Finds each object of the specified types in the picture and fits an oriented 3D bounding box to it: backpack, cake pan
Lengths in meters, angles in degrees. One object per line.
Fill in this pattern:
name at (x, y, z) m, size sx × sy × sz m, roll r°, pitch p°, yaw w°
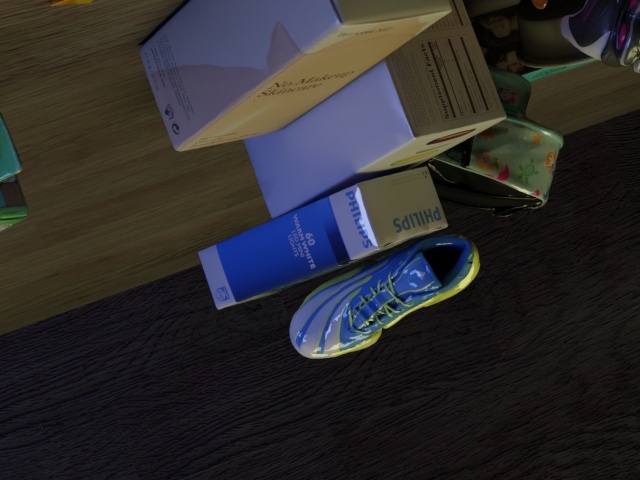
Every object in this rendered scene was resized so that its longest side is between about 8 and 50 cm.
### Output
backpack at (0.189, -0.132, 1.669) m, size 0.253 × 0.191 × 0.225 m, roll 21°, pitch 175°, yaw 1°
cake pan at (0.359, -0.301, 1.515) m, size 0.293 × 0.054 × 0.293 m, roll -25°, pitch -160°, yaw 10°

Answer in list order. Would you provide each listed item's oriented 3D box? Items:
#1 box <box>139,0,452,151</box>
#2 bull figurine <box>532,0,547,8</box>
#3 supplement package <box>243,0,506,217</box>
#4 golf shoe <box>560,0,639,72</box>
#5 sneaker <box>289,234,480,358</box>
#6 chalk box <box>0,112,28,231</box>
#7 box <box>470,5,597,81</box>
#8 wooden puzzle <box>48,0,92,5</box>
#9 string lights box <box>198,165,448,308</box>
box at (-0.034, -0.204, 1.231) m, size 0.148 × 0.121 × 0.311 m, roll -16°, pitch 172°, yaw -36°
bull figurine at (0.213, -0.307, 1.269) m, size 0.188 × 0.101 × 0.310 m, roll -29°, pitch 172°, yaw 34°
supplement package at (0.036, -0.168, 1.396) m, size 0.145 × 0.204 × 0.262 m, roll -15°, pitch 173°, yaw -39°
golf shoe at (0.349, -0.315, 1.340) m, size 0.120 × 0.273 × 0.105 m, roll 28°, pitch -179°, yaw 40°
sneaker at (0.072, 0.051, 1.437) m, size 0.240 × 0.091 × 0.126 m, roll -29°, pitch 169°, yaw -8°
chalk box at (-0.394, -0.058, 1.277) m, size 0.213 × 0.132 × 0.132 m, roll -25°, pitch 173°, yaw 27°
box at (0.315, -0.286, 1.797) m, size 0.244 × 0.101 × 0.060 m, roll -19°, pitch 173°, yaw -19°
wooden puzzle at (-0.190, -0.224, 1.052) m, size 0.078 × 0.014 × 0.116 m, roll -21°, pitch 176°, yaw -44°
string lights box at (0.000, 0.000, 1.443) m, size 0.259 × 0.077 × 0.133 m, roll -22°, pitch 176°, yaw 41°
